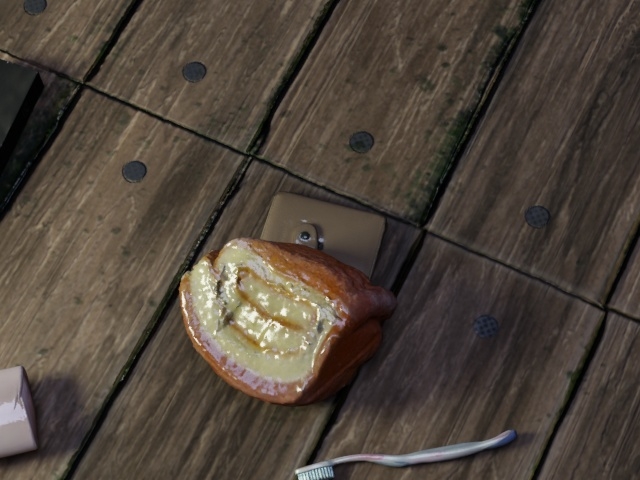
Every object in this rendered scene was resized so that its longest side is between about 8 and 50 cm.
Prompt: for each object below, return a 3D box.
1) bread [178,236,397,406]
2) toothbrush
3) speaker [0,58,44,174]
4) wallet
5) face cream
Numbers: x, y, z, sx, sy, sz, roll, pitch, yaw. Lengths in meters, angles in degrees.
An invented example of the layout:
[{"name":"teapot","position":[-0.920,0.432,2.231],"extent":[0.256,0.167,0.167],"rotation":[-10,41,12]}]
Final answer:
[{"name":"bread","position":[-0.056,0.090,1.764],"extent":[0.244,0.123,0.190],"rotation":[27,90,18]},{"name":"toothbrush","position":[0.103,0.256,1.749],"extent":[0.269,0.021,0.027],"rotation":[-10,78,-3]},{"name":"speaker","position":[-0.444,-0.134,1.926],"extent":[0.082,0.044,0.218],"rotation":[17,67,9]},{"name":"wallet","position":[0.000,0.000,1.859],"extent":[0.152,0.039,0.118],"rotation":[14,65,6]},{"name":"face cream","position":[-0.473,0.227,1.747],"extent":[0.269,0.073,0.107],"rotation":[-13,71,-4]}]
